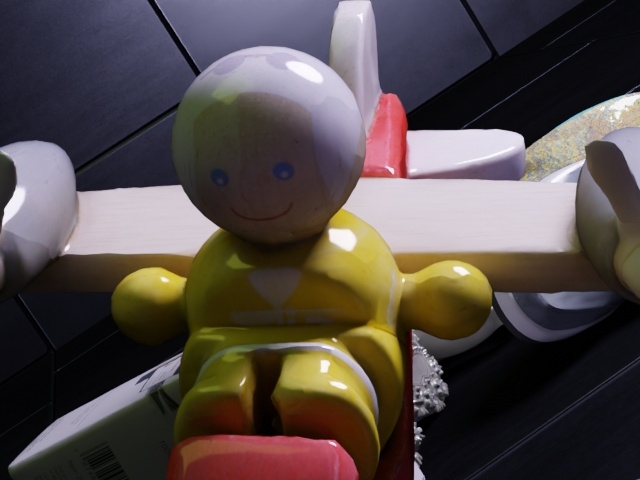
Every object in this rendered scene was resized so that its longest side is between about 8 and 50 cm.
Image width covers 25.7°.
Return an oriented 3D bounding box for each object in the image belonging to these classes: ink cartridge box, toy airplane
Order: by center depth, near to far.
[{"bbox_3d":[0.000,0.000,0.702,0.386,0.272,0.384,-34,51,-18],"label":"toy airplane"},{"bbox_3d":[-0.065,0.153,0.916,0.219,0.160,0.092,-28,8,22],"label":"ink cartridge box"}]

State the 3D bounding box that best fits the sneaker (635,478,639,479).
[{"bbox_3d":[0.074,0.122,0.330,0.319,0.112,0.131,-30,1,-5],"label":"sneaker"}]

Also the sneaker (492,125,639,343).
[{"bbox_3d":[0.259,-0.039,0.986,0.295,0.124,0.178,-37,1,-31],"label":"sneaker"}]

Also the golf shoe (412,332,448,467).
[{"bbox_3d":[0.038,0.125,1.026,0.086,0.069,0.176,-35,6,26],"label":"golf shoe"}]

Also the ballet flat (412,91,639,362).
[{"bbox_3d":[0.158,0.009,1.131,0.348,0.123,0.123,-31,9,5],"label":"ballet flat"}]
